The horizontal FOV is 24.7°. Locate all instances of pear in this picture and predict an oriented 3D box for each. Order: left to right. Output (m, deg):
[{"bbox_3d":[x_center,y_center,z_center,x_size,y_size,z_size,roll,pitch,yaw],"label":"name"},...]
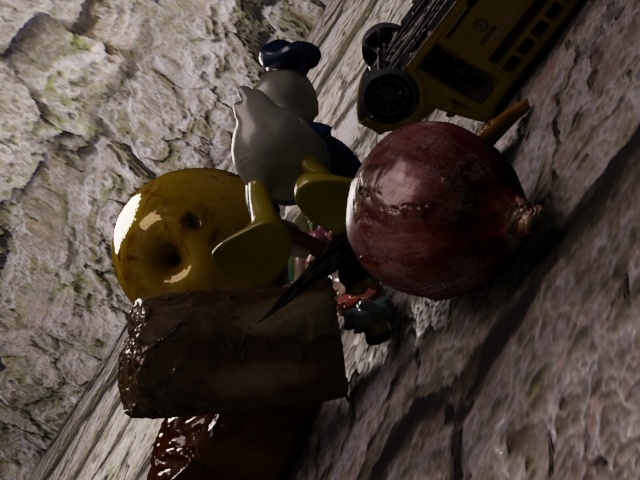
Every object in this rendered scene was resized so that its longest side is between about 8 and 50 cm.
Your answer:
[{"bbox_3d":[-0.188,0.014,2.239,0.280,0.281,0.280,-57,11,17],"label":"pear"}]

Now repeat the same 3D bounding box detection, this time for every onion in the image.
[{"bbox_3d":[0.116,-0.024,1.252,0.195,0.159,0.159,9,67,55],"label":"onion"}]

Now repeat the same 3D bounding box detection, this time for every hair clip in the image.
[{"bbox_3d":[0.043,0.064,1.593,0.062,0.056,0.214,-27,10,-2],"label":"hair clip"}]

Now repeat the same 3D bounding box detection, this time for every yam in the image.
[{"bbox_3d":[-0.088,0.111,1.500,0.129,0.238,0.128,-122,30,-65],"label":"yam"}]

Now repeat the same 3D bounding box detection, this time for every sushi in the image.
[{"bbox_3d":[0.081,-0.005,1.445,0.279,0.043,0.192,-33,-9,-35],"label":"sushi"}]

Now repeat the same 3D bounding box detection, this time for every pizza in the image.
[{"bbox_3d":[0.178,-0.116,1.466,0.083,0.016,0.037,-38,-14,-7],"label":"pizza"}]

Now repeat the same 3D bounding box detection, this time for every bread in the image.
[{"bbox_3d":[-0.106,0.216,1.649,0.246,0.135,0.232,-48,16,51],"label":"bread"}]

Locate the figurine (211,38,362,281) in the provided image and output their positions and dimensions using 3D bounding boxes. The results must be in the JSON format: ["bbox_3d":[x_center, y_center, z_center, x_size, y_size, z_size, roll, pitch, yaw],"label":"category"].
[{"bbox_3d":[-0.008,-0.096,1.636,0.205,0.283,0.338,-18,52,14],"label":"figurine"}]

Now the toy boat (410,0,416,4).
[{"bbox_3d":[0.187,-0.401,2.200,0.149,0.049,0.047,-51,13,40],"label":"toy boat"}]

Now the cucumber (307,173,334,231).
[{"bbox_3d":[0.005,-0.066,2.181,0.039,0.039,0.168,-49,17,47],"label":"cucumber"}]

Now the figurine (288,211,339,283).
[{"bbox_3d":[0.000,0.000,1.977,0.083,0.083,0.187,154,132,-72],"label":"figurine"}]

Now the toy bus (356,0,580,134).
[{"bbox_3d":[0.171,-0.243,1.561,0.331,0.151,0.145,-53,18,27],"label":"toy bus"}]
